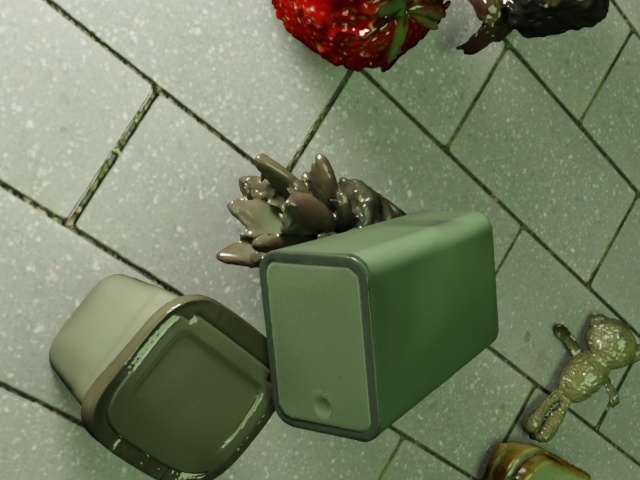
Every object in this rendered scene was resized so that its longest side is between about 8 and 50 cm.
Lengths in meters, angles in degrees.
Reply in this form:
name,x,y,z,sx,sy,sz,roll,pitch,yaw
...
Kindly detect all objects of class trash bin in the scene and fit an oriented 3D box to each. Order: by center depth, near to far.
name,x,y,z,sx,sy,sz,roll,pitch,yaw
trash bin,-0.214,0.163,1.220,0.219,0.250,0.220,-53,125,-12
trash bin,0.099,0.090,1.227,0.343,0.158,0.223,-17,106,-50

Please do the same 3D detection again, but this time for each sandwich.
name,x,y,z,sx,sy,sz,roll,pitch,yaw
sandwich,0.394,0.544,1.840,0.254,0.099,0.289,25,87,-43

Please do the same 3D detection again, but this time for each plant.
name,x,y,z,sx,sy,sz,roll,pitch,yaw
plant,0.000,0.000,1.362,0.320,0.181,0.194,19,71,-43
plant,0.340,-0.410,1.502,0.178,0.233,0.204,13,72,-57

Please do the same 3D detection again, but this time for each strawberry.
name,x,y,z,sx,sy,sz,roll,pitch,yaw
strawberry,0.050,-0.384,1.311,0.261,0.257,0.261,-36,149,-26

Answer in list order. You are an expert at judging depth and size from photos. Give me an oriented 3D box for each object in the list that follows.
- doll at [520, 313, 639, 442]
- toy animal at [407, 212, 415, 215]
name,x,y,z,sx,sy,sz,roll,pitch,yaw
doll,0.523,0.280,1.874,0.202,0.091,0.286,19,77,-4
toy animal,0.111,0.041,1.535,0.105,0.070,0.203,25,85,-62
